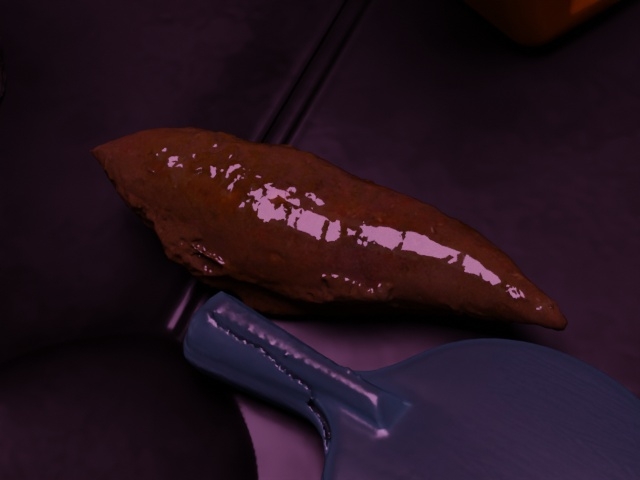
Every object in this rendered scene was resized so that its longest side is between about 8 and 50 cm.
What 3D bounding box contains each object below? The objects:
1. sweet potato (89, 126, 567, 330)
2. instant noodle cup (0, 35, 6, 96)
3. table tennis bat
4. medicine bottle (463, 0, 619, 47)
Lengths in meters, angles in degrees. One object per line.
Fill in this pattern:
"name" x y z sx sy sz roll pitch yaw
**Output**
"sweet potato" 0.000 0.000 0.629 0.206 0.060 0.068 15 93 19
"instant noodle cup" -0.245 -0.124 0.672 0.217 0.207 0.217 -5 52 7
"table tennis bat" 0.034 0.072 0.578 0.201 0.033 0.124 26 59 25
"medicine bottle" 0.078 -0.209 0.741 0.149 0.112 0.222 -34 54 -15
